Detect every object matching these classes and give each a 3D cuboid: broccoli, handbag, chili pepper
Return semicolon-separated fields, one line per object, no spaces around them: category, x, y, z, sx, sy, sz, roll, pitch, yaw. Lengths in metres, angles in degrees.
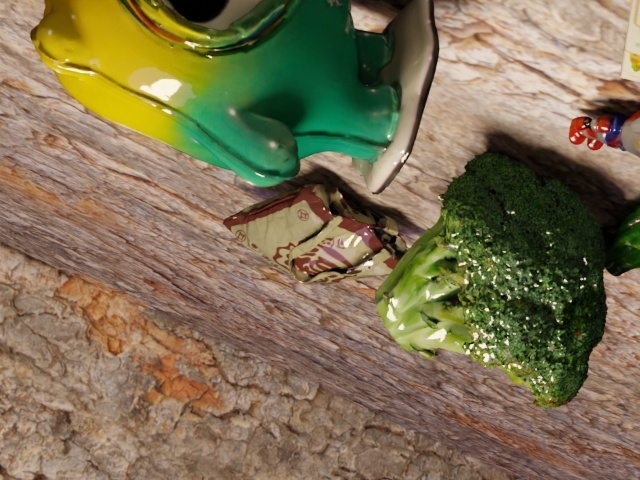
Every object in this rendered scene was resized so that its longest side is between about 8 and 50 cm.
broccoli;0.202;0.051;1.390;0.275;0.307;0.308;-31;138;19
handbag;0.000;0.000;1.736;0.213;0.127;0.235;32;158;-25
chili pepper;0.366;-0.003;1.375;0.100;0.074;0.257;21;164;0

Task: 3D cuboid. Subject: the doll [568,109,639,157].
doll;0.319;-0.101;1.153;0.104;0.062;0.195;33;166;-32

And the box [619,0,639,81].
box;0.309;-0.180;0.970;0.122;0.032;0.220;15;161;15

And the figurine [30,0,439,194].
figurine;-0.084;-0.173;1.088;0.340;0.323;0.231;17;131;-15
